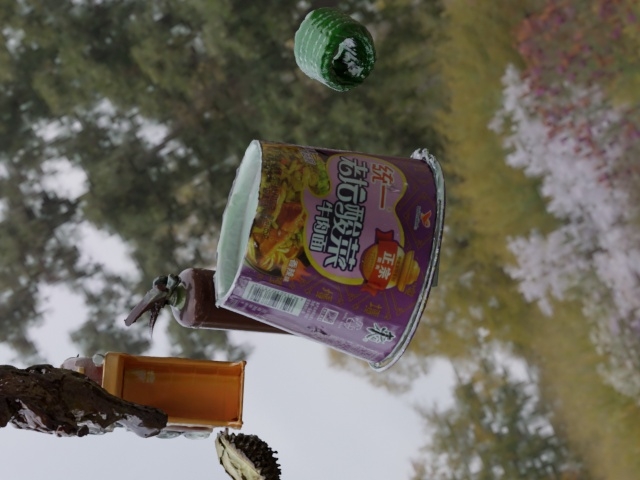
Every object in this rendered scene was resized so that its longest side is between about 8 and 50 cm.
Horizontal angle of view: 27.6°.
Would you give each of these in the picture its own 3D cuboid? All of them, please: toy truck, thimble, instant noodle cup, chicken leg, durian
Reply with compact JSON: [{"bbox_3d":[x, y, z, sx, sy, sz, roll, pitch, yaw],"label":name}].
[{"bbox_3d":[-0.247,0.230,1.912,0.135,0.270,0.114,104,169,-65],"label":"toy truck"},{"bbox_3d":[0.025,-0.301,2.061,0.130,0.118,0.090,7,-156,-48],"label":"thimble"},{"bbox_3d":[0.000,0.000,1.904,0.266,0.340,0.340,14,-146,-12],"label":"instant noodle cup"},{"bbox_3d":[-0.337,0.211,1.670,0.322,0.177,0.083,14,-86,-65],"label":"chicken leg"},{"bbox_3d":[-0.092,0.308,1.789,0.130,0.066,0.052,55,-142,-9],"label":"durian"}]

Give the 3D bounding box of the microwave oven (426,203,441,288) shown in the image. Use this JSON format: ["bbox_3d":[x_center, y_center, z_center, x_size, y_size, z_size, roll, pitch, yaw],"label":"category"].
[{"bbox_3d":[0.139,-0.015,2.425,0.122,0.162,0.208,-136,43,-56],"label":"microwave oven"}]

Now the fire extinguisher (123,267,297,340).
[{"bbox_3d":[-0.175,0.122,2.275,0.337,0.147,0.106,7,-152,-31],"label":"fire extinguisher"}]
